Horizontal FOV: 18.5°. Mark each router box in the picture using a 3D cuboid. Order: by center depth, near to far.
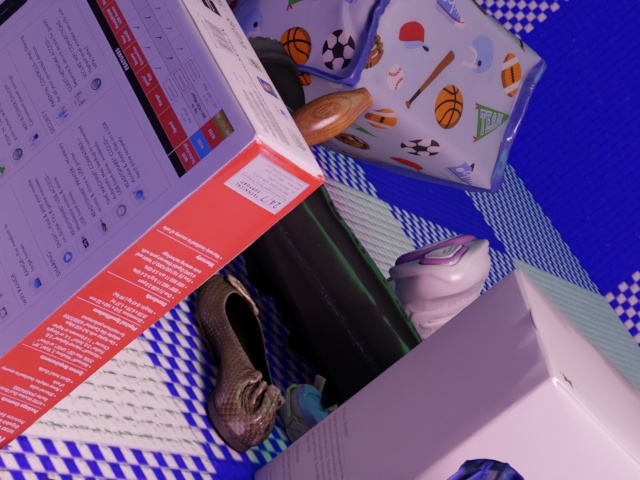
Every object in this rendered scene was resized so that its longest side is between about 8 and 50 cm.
[{"bbox_3d":[-0.194,-0.081,1.347,0.082,0.301,0.335,30,26,-53],"label":"router box"}]

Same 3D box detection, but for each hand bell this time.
[{"bbox_3d":[-0.059,-0.080,1.795,0.126,0.242,0.126,57,-13,22],"label":"hand bell"}]

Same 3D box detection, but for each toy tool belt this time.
[{"bbox_3d":[-0.006,0.164,1.798,0.052,0.051,0.083,37,21,-43],"label":"toy tool belt"}]

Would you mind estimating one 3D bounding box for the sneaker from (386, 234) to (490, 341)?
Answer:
[{"bbox_3d":[0.137,0.084,2.136,0.305,0.114,0.152,110,-37,-77],"label":"sneaker"}]

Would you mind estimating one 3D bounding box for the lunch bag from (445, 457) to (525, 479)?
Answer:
[{"bbox_3d":[0.092,0.285,1.322,0.138,0.221,0.293,8,11,11],"label":"lunch bag"}]

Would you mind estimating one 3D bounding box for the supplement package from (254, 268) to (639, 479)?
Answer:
[{"bbox_3d":[0.113,0.202,1.586,0.175,0.293,0.177,44,17,-22],"label":"supplement package"}]

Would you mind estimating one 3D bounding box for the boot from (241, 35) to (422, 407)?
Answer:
[{"bbox_3d":[-0.001,0.000,2.022,0.445,0.146,0.367,54,13,11],"label":"boot"}]

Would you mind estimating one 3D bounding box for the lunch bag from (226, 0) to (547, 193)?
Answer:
[{"bbox_3d":[0.026,-0.238,2.404,0.385,0.239,0.328,12,-18,44],"label":"lunch bag"}]

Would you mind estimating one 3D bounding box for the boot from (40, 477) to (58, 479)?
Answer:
[{"bbox_3d":[-0.090,0.201,1.262,0.197,0.152,0.073,53,15,9],"label":"boot"}]

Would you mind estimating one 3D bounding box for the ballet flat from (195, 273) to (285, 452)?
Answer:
[{"bbox_3d":[-0.067,0.099,1.760,0.084,0.058,0.250,45,16,-23],"label":"ballet flat"}]
